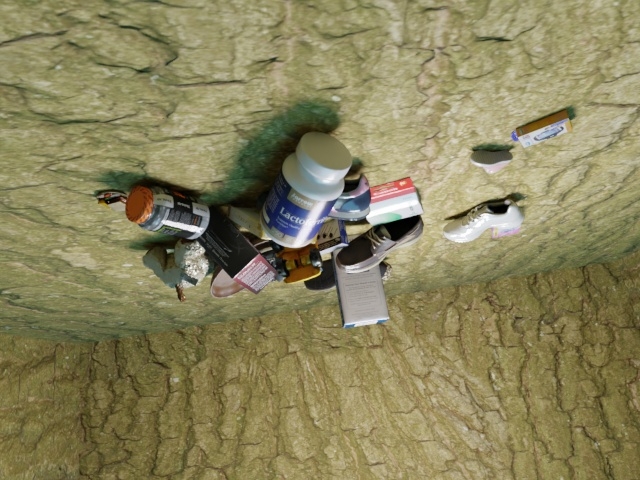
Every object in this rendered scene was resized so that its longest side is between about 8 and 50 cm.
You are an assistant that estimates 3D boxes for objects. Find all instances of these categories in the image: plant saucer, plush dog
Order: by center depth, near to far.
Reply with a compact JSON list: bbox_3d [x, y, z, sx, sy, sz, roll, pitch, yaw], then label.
[{"bbox_3d":[-0.446,0.086,1.614,0.263,0.210,0.225,-18,-176,27],"label":"plush dog"},{"bbox_3d":[-0.284,0.094,1.709,0.311,0.050,0.310,-36,159,-16],"label":"plant saucer"}]

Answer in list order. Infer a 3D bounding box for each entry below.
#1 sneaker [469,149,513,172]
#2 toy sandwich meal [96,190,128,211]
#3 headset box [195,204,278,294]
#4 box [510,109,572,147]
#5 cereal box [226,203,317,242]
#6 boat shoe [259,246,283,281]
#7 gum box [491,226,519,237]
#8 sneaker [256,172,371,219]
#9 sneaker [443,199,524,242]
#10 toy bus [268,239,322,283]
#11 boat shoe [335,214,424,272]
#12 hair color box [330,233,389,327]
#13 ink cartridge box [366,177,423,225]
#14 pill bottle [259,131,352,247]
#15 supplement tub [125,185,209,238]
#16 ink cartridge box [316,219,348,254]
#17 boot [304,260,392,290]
[{"bbox_3d":[0.461,-0.214,1.281,0.135,0.050,0.070,-7,158,-20],"label":"sneaker"},{"bbox_3d":[-0.532,-0.100,1.187,0.086,0.029,0.085,-8,163,-3],"label":"toy sandwich meal"},{"bbox_3d":[-0.263,0.032,1.406,0.110,0.218,0.293,-44,164,-6],"label":"headset box"},{"bbox_3d":[0.559,-0.278,1.169,0.136,0.028,0.081,-21,159,30],"label":"box"},{"bbox_3d":[-0.142,-0.051,1.307,0.173,0.047,0.240,4,-165,-36],"label":"cereal box"},{"bbox_3d":[-0.160,0.099,1.714,0.127,0.113,0.340,-50,159,25],"label":"boat shoe"},{"bbox_3d":[0.749,-0.067,1.876,0.107,0.062,0.188,-14,162,16],"label":"gum box"},{"bbox_3d":[-0.020,-0.135,1.262,0.320,0.112,0.131,0,127,1],"label":"sneaker"},{"bbox_3d":[0.596,-0.085,1.723,0.297,0.110,0.129,-21,144,25],"label":"sneaker"},{"bbox_3d":[-0.067,0.035,1.557,0.150,0.220,0.211,-17,168,9],"label":"toy bus"},{"bbox_3d":[0.208,-0.010,1.637,0.356,0.132,0.130,-29,151,-14],"label":"boat shoe"},{"bbox_3d":[0.147,0.155,1.805,0.174,0.346,0.105,-7,162,-4],"label":"hair color box"},{"bbox_3d":[0.224,-0.118,1.475,0.181,0.056,0.225,-14,164,16],"label":"ink cartridge box"},{"bbox_3d":[-0.036,-0.117,1.094,0.153,0.153,0.264,1,141,-29],"label":"pill bottle"},{"bbox_3d":[-0.395,-0.074,1.196,0.117,0.116,0.190,-19,160,30],"label":"supplement tub"},{"bbox_3d":[0.000,0.000,1.660,0.207,0.097,0.046,-21,159,34],"label":"ink cartridge box"},{"bbox_3d":[0.139,0.162,2.202,0.378,0.138,0.284,-25,158,27],"label":"boot"}]
